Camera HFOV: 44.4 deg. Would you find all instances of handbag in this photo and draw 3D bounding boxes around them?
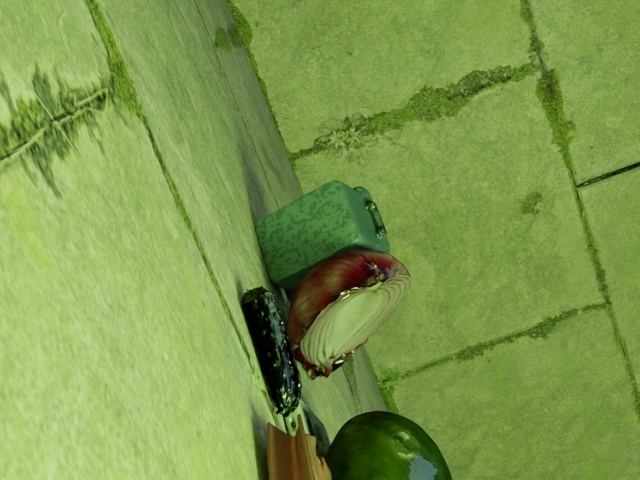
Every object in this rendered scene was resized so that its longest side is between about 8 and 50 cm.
[{"bbox_3d":[-0.004,0.313,0.874,0.157,0.059,0.213,-104,174,-51],"label":"handbag"}]

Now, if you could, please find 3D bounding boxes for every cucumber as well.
[{"bbox_3d":[-0.063,0.143,1.036,0.053,0.053,0.182,56,17,-74],"label":"cucumber"}]

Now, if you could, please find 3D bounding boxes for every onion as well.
[{"bbox_3d":[0.019,0.124,1.345,0.120,0.227,0.284,51,-49,31],"label":"onion"}]

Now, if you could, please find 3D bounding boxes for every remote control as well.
[{"bbox_3d":[-0.012,0.284,1.121,0.190,0.029,0.088,64,7,-59],"label":"remote control"}]

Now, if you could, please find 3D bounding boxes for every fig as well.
[{"bbox_3d":[0.114,0.348,1.065,0.244,0.195,0.195,33,-1,7],"label":"fig"}]

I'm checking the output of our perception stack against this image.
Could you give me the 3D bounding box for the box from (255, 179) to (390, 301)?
[{"bbox_3d":[0.000,0.000,1.422,0.130,0.226,0.162,32,35,-59],"label":"box"}]
